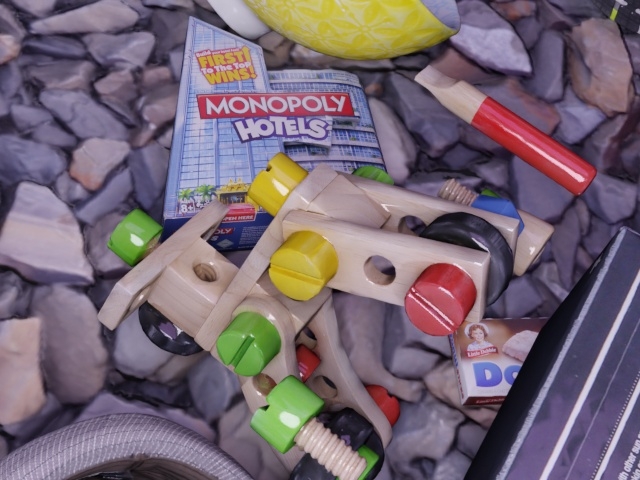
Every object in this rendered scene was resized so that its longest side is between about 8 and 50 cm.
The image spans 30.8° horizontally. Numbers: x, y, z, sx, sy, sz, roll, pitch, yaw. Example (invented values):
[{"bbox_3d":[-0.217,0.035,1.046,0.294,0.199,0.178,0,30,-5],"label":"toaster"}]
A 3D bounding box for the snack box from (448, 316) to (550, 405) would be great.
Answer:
[{"bbox_3d":[0.188,0.091,0.891,0.178,0.022,0.064,0,60,-13],"label":"snack box"}]

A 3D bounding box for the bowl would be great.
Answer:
[{"bbox_3d":[-0.023,-0.254,0.960,0.156,0.289,0.289,-31,62,19],"label":"bowl"}]

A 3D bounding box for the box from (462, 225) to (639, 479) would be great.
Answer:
[{"bbox_3d":[0.233,0.203,0.727,0.294,0.183,0.296,31,62,6],"label":"box"}]

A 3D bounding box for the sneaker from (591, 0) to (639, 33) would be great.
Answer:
[{"bbox_3d":[0.380,-0.269,1.130,0.300,0.111,0.121,2,44,-16],"label":"sneaker"}]

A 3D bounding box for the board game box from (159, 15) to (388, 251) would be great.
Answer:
[{"bbox_3d":[-0.044,-0.090,0.927,0.194,0.060,0.194,-4,60,-16],"label":"board game box"}]

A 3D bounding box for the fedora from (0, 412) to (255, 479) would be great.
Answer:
[{"bbox_3d":[-0.123,0.239,0.643,0.243,0.124,0.275,-2,78,-33],"label":"fedora"}]

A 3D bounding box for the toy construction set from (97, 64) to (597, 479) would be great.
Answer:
[{"bbox_3d":[0.000,0.000,0.758,0.237,0.257,0.309,37,66,11],"label":"toy construction set"}]
